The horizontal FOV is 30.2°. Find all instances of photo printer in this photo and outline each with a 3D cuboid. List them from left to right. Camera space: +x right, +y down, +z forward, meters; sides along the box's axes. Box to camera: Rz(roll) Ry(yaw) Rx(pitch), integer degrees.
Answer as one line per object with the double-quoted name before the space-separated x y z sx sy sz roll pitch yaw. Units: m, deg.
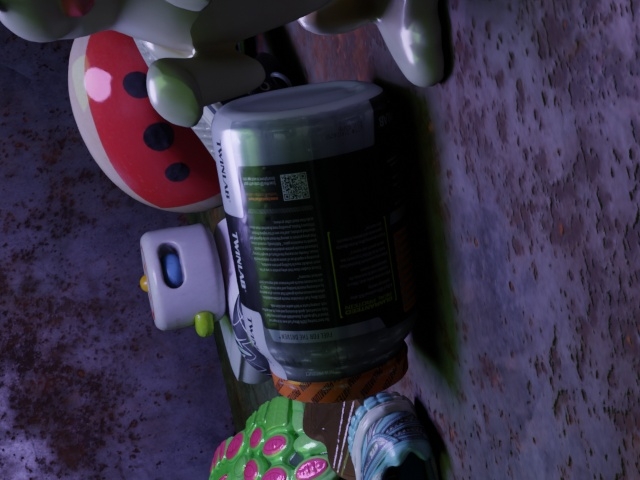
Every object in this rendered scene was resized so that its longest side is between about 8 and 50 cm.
"photo printer" -0.138 0.109 2.289 0.307 0.107 0.256 101 155 -62

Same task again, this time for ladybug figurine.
"ladybug figurine" -0.240 -0.216 1.983 0.162 0.305 0.449 24 160 43

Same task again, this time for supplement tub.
"supplement tub" 0.000 0.000 1.268 0.193 0.193 0.316 -137 37 -71

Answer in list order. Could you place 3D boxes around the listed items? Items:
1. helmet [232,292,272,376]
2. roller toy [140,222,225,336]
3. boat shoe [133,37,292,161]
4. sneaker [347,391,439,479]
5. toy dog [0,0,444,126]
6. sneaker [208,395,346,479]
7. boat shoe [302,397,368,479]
"helmet" -0.041 0.108 1.620 0.169 0.161 0.169 158 90 -81
"roller toy" -0.265 0.068 2.223 0.209 0.146 0.191 -120 23 -61
"boat shoe" -0.100 -0.182 1.685 0.500 0.156 0.187 53 169 30
"sneaker" 0.089 0.327 1.396 0.122 0.110 0.283 -131 31 -62
"toy dog" -0.119 -0.294 0.992 0.284 0.407 0.395 103 153 -64
"sneaker" -0.045 0.391 2.021 0.483 0.202 0.185 142 143 -61
"boat shoe" 0.055 0.252 1.583 0.285 0.089 0.105 -149 74 -72
